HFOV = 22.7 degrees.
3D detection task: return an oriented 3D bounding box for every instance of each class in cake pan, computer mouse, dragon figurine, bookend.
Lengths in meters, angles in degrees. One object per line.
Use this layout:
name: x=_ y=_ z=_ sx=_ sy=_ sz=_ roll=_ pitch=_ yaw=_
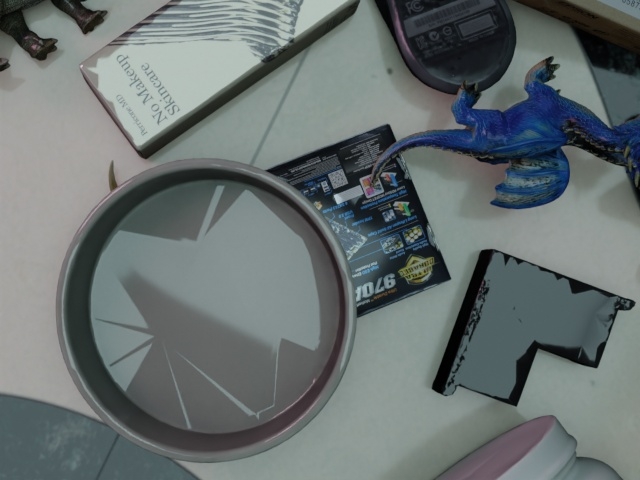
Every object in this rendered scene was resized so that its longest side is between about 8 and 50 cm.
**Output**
cake pan: x=-0.108 y=0.067 z=1.550 sx=0.293 sy=0.054 sz=0.293 roll=0 pitch=91 yaw=6
computer mouse: x=0.120 y=-0.269 z=1.646 sx=0.188 sy=0.072 sz=0.272 roll=-16 pitch=77 yaw=-3
dragon figurine: x=0.195 y=-0.090 z=1.556 sx=0.289 sy=0.085 sz=0.144 roll=-16 pitch=47 yaw=-5
bookend: x=0.216 y=0.107 z=1.631 sx=0.157 sy=0.072 sz=0.156 roll=20 pitch=88 yaw=-4

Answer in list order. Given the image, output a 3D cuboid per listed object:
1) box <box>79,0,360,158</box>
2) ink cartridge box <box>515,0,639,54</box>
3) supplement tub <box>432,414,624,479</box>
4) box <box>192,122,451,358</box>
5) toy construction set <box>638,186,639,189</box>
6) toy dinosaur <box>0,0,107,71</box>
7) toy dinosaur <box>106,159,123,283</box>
box: x=-0.100 y=-0.205 z=1.611 sx=0.275 sy=0.094 sz=0.113 roll=-37 pitch=90 yaw=-5
ink cartridge box: x=0.319 y=-0.300 z=1.611 sx=0.235 sy=0.088 sz=0.193 roll=18 pitch=88 yaw=-23
supplement tub: x=0.238 y=0.361 z=1.540 sx=0.241 sy=0.241 sz=0.331 roll=-35 pitch=90 yaw=-4
box: x=0.000 y=0.000 z=1.620 sx=0.220 sy=0.051 sz=0.175 roll=-22 pitch=89 yaw=-11
toy construction set: x=0.459 y=-0.080 z=1.614 sx=0.328 sy=0.151 sz=0.215 roll=-34 pitch=84 yaw=-6
toy dinosaur: x=-0.318 y=-0.262 z=1.605 sx=0.313 sy=0.121 sz=0.160 roll=-39 pitch=79 yaw=0
toy dinosaur: x=-0.177 y=0.012 z=1.628 sx=0.183 sy=0.053 sz=0.092 roll=45 pitch=71 yaw=-9
